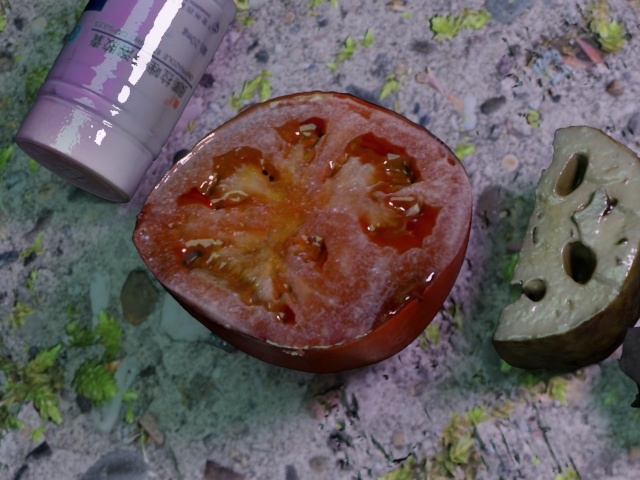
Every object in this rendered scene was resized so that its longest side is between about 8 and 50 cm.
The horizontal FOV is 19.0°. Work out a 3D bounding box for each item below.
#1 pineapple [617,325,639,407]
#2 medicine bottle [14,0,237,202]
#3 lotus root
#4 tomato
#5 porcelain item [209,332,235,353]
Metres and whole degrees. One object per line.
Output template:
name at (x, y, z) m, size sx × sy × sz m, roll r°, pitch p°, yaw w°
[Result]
pineapple at (0.379, 0.082, 1.750) m, size 0.237 × 0.119 × 0.111 m, roll -41°, pitch 101°, yaw 8°
medicine bottle at (-0.215, -0.184, 2.116) m, size 0.152 × 0.152 × 0.254 m, roll 20°, pitch 76°, yaw 31°
lotus root at (0.252, 0.019, 1.824) m, size 0.138 × 0.119 × 0.235 m, roll 15°, pitch 73°, yaw 30°
tomato at (-0.002, 0.010, 1.924) m, size 0.338 × 0.143 × 0.338 m, roll -5°, pitch 53°, yaw 7°
porcelain item at (-0.078, 0.091, 1.997) m, size 0.083 × 0.028 × 0.036 m, roll -22°, pitch 57°, yaw 13°
